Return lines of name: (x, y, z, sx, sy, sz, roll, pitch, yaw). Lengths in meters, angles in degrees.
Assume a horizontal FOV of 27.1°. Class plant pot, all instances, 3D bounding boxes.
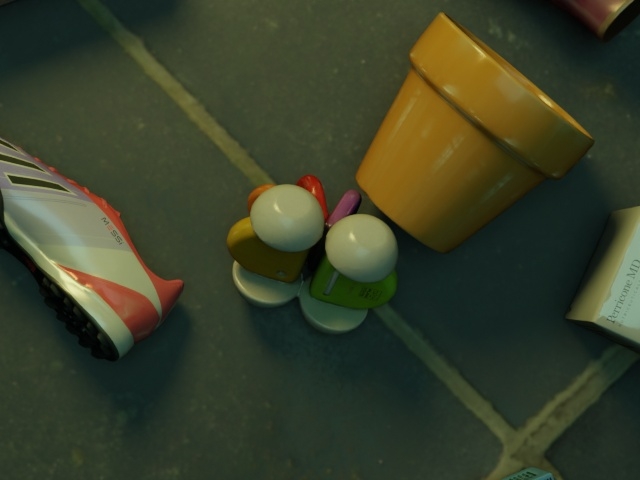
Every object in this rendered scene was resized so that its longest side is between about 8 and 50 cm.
plant pot: (0.141, -0.097, 1.360, 0.205, 0.205, 0.188, 40, 103, -1)

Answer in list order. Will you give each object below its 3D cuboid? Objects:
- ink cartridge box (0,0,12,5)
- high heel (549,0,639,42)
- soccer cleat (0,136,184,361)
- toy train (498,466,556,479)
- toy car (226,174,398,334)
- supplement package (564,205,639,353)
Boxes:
ink cartridge box: (-0.316, -0.365, 1.372, 0.273, 0.114, 0.197, -21, 89, -4)
high heel: (0.360, -0.392, 1.411, 0.377, 0.127, 0.181, -42, 73, -10)
soccer cleat: (-0.279, -0.024, 1.385, 0.116, 0.108, 0.318, -40, 88, -25)
toy train: (0.223, 0.333, 1.404, 0.105, 0.080, 0.184, -21, 90, -9)
toy car: (0.000, 0.000, 1.380, 0.182, 0.159, 0.136, 22, 51, -2)
supplement package: (0.403, 0.075, 1.389, 0.244, 0.134, 0.139, 24, 87, -2)
